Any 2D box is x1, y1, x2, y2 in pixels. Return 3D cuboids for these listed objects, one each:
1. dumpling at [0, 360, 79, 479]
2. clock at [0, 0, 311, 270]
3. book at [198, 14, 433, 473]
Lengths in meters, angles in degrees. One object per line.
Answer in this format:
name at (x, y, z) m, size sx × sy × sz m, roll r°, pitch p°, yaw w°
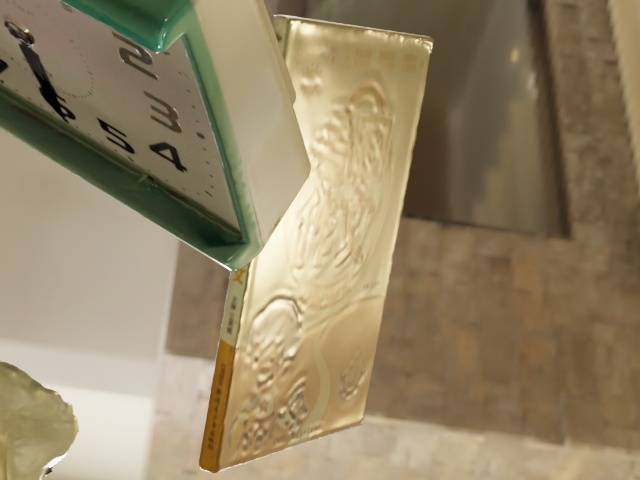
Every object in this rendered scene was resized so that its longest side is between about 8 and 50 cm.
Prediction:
dumpling at (-0.314, 0.154, 1.108) m, size 0.243 × 0.175 × 0.226 m, roll -49°, pitch 153°, yaw -35°
clock at (-0.127, -0.130, 0.824) m, size 0.116 × 0.262 × 0.231 m, roll -53°, pitch 158°, yaw -20°
book at (0.000, 0.000, 1.095) m, size 0.208 × 0.020 × 0.295 m, roll -6°, pitch 109°, yaw -60°
